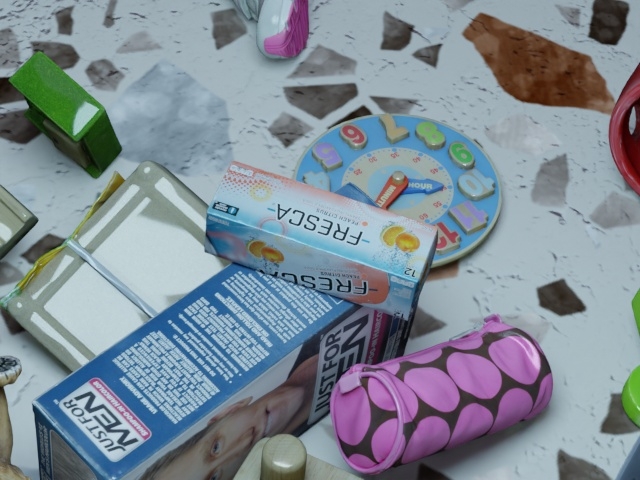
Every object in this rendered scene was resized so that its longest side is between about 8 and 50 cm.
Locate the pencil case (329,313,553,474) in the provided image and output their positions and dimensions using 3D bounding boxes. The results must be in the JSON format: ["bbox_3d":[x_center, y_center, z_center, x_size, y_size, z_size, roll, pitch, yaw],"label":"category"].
[{"bbox_3d":[0.101,0.129,1.475,0.209,0.095,0.098,-14,88,-45],"label":"pencil case"}]

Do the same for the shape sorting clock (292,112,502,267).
[{"bbox_3d":[0.075,-0.052,1.685,0.206,0.040,0.206,2,52,-3],"label":"shape sorting clock"}]

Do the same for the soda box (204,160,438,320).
[{"bbox_3d":[0.000,0.000,1.407,0.183,0.058,0.063,18,54,8],"label":"soda box"}]

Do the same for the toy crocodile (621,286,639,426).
[{"bbox_3d":[0.341,0.168,1.489,0.105,0.115,0.340,-2,54,-12],"label":"toy crocodile"}]

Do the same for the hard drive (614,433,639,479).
[{"bbox_3d":[0.287,0.277,1.359,0.172,0.054,0.254,23,92,14],"label":"hard drive"}]

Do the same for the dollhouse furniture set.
[{"bbox_3d":[-0.216,0.004,1.606,0.301,0.151,0.197,42,80,5],"label":"dollhouse furniture set"}]

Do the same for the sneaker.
[{"bbox_3d":[-0.071,-0.283,1.825,0.111,0.103,0.252,-4,46,-2],"label":"sneaker"}]

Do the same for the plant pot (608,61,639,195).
[{"bbox_3d":[0.397,-0.134,1.684,0.191,0.191,0.174,23,47,13],"label":"plant pot"}]

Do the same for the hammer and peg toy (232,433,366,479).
[{"bbox_3d":[-0.022,0.334,1.321,0.266,0.127,0.361,24,54,14],"label":"hammer and peg toy"}]

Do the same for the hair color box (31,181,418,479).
[{"bbox_3d":[-0.073,0.115,1.459,0.347,0.174,0.105,-35,64,-27],"label":"hair color box"}]

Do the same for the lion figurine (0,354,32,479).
[{"bbox_3d":[-0.355,0.180,1.402,0.392,0.240,0.142,28,34,36],"label":"lion figurine"}]
